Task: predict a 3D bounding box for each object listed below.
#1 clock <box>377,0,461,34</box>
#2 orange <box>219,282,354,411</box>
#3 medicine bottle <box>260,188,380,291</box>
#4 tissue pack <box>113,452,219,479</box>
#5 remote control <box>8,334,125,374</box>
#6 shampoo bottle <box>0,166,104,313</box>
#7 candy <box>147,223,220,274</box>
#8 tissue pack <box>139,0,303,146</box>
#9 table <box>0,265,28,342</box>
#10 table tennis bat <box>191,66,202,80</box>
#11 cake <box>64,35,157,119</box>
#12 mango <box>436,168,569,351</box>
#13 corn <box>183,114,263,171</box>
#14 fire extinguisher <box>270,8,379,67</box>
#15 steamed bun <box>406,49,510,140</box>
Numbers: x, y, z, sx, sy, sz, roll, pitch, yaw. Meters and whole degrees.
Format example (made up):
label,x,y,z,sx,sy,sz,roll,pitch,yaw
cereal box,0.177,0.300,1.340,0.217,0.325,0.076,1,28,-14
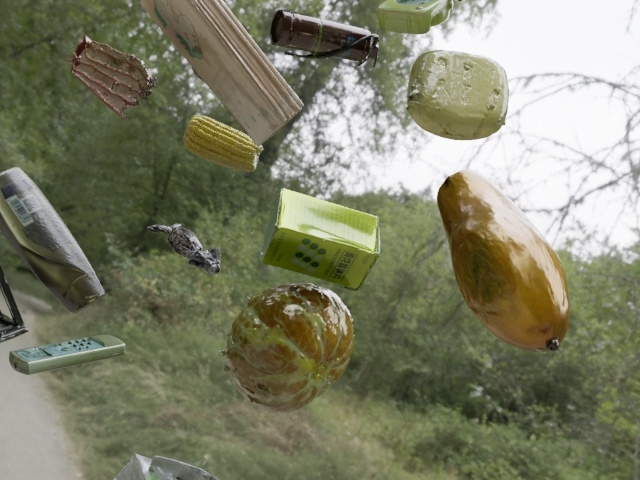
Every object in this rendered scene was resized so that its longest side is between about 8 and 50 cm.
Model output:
label,x,y,z,sx,sy,sz,roll,pitch,yaw
clock,0.280,-0.630,1.763,0.170,0.232,0.069,24,-41,41
orange,-0.074,0.246,1.553,0.249,0.329,0.329,37,-13,28
medicine bottle,0.000,0.000,1.486,0.250,0.141,0.137,16,-48,-12
tissue pack,-0.350,0.606,1.566,0.229,0.145,0.159,40,1,-40
remote control,-0.547,0.246,1.423,0.098,0.038,0.233,11,11,42
shampoo bottle,-0.625,0.004,1.478,0.084,0.125,0.350,-29,-81,37
candy,-0.263,0.004,1.263,0.094,0.051,0.226,22,6,-39
tissue pack,-0.168,-0.315,1.089,0.325,0.071,0.170,51,-20,-7
table,-0.764,0.089,1.292,0.335,0.222,0.272,-4,-73,56
table tennis bat,-0.354,-0.651,2.180,0.022,0.246,0.138,22,0,38
cake,-0.372,-0.292,1.219,0.287,0.098,0.135,37,-7,43
mango,0.275,0.024,0.995,0.187,0.144,0.359,45,21,-31
corn,-0.204,-0.202,1.366,0.165,0.085,0.063,21,-13,5
fire extinguisher,0.028,-0.552,1.829,0.341,0.105,0.141,4,-29,-28
steamed bun,0.346,-0.365,1.702,0.273,0.232,0.166,7,-21,-5
